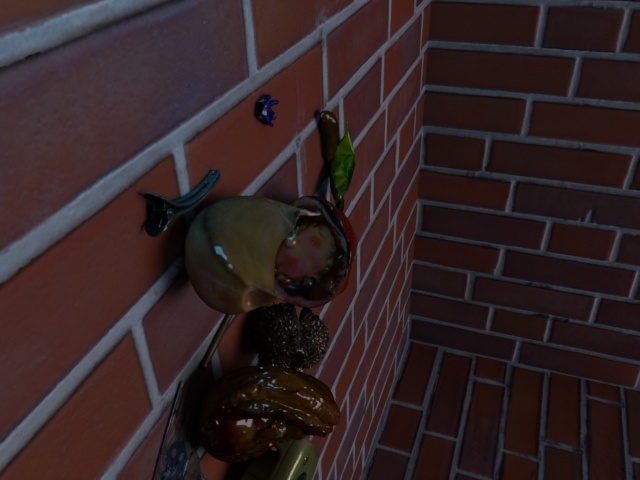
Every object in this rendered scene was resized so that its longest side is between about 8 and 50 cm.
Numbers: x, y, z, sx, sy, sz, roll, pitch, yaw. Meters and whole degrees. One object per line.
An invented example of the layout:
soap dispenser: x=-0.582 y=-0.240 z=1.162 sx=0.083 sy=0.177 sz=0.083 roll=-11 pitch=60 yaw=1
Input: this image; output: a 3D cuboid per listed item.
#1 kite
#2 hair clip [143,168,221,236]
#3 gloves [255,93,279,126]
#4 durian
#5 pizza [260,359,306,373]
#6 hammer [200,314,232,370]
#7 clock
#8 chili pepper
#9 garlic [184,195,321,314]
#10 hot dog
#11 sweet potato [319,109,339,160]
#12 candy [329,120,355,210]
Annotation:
kite: x=-0.260 y=0.410 z=1.186 sx=0.314 sy=0.012 sz=0.335 roll=-55 pitch=150 yaw=-54
hair clip: x=-0.226 y=-0.075 z=0.999 sx=0.229 sy=0.039 sz=0.070 roll=-52 pitch=148 yaw=-65
gloves: x=-0.110 y=-0.278 z=1.254 sx=0.086 sy=0.026 sz=0.064 roll=8 pitch=90 yaw=-72
durian: x=-0.067 y=0.234 z=1.380 sx=0.196 sy=0.196 sz=0.166 roll=-36 pitch=136 yaw=-66
pizza: x=-0.099 y=0.372 z=1.556 sx=0.223 sy=0.089 sz=0.323 roll=35 pitch=66 yaw=-68
hammer: x=-0.203 y=0.180 z=1.235 sx=0.062 sy=0.013 sz=0.199 roll=79 pitch=26 yaw=-48
clock: x=-0.135 y=0.640 z=1.451 sx=0.348 sy=0.117 sz=0.286 roll=-57 pitch=160 yaw=-23
chili pepper: x=0.000 y=0.024 z=1.434 sx=0.251 sy=0.229 sz=0.305 roll=68 pitch=17 yaw=6
garlic: x=-0.132 y=0.010 z=1.087 sx=0.338 sy=0.196 sz=0.151 roll=-65 pitch=172 yaw=-60
hot dog: x=-0.104 y=0.362 z=1.256 sx=0.387 sy=0.267 sz=0.174 roll=51 pitch=17 yaw=-71
sweet potato: x=0.025 y=-0.294 z=1.634 sx=0.182 sy=0.053 sz=0.054 roll=82 pitch=-14 yaw=-51
candy: x=0.061 y=-0.209 z=1.737 sx=0.149 sy=0.069 sz=0.246 roll=82 pitch=22 yaw=-74
